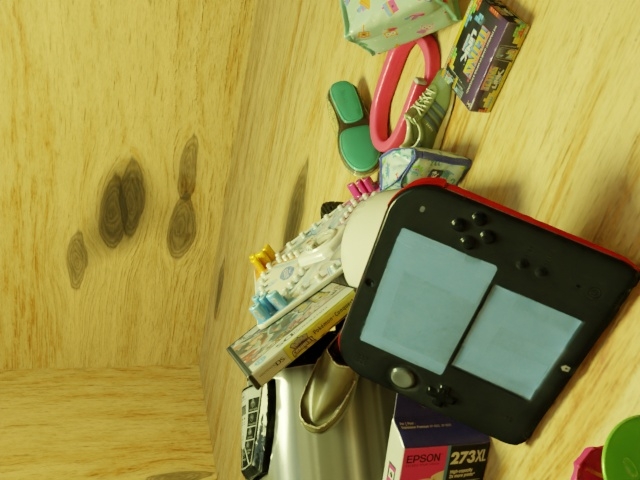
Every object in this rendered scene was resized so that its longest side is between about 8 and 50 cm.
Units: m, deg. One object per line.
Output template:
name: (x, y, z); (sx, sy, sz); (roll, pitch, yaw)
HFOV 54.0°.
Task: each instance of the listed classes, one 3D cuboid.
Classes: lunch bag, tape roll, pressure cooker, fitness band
lunch bag: (0.153, -0.547, 1.287); (0.223, 0.160, 0.262); (-14, 75, 34)
tape roll: (0.178, 0.024, 1.131); (0.169, 0.246, 0.246); (-177, 89, -71)
lunch bag: (0.204, -0.140, 1.244); (0.151, 0.129, 0.096); (151, 121, -65)
pressure cooker: (0.023, 0.362, 1.354); (0.375, 0.370, 0.420); (34, -133, -59)
fitness band: (0.184, -0.338, 1.436); (0.209, 0.054, 0.290); (-110, 30, -46)

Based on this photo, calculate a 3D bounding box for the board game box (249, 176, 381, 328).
board game box: (0.000, 0.000, 1.421); (0.050, 0.390, 0.390); (53, -176, -16)

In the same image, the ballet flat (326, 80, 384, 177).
ballet flat: (0.091, -0.268, 1.625); (0.123, 0.123, 0.348); (115, 150, -47)

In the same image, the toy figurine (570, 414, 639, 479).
toy figurine: (0.385, 0.310, 0.775); (0.173, 0.130, 0.159); (58, 163, 16)

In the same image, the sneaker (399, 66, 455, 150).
sneaker: (0.216, -0.261, 1.289); (0.064, 0.086, 0.192); (-127, 44, -60)

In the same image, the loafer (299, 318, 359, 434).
loafer: (0.027, 0.229, 1.133); (0.094, 0.087, 0.251); (23, 83, 26)

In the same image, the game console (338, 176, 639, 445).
game console: (0.220, 0.118, 0.942); (0.060, 0.342, 0.386); (-47, -21, -52)

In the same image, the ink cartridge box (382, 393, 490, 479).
ink cartridge box: (0.199, 0.440, 1.123); (0.069, 0.176, 0.370); (-149, 63, -67)

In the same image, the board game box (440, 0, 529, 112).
board game box: (0.293, -0.342, 1.142); (0.141, 0.048, 0.170); (-108, 28, -47)

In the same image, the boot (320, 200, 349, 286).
boot: (0.057, 0.061, 1.662); (0.338, 0.118, 0.222); (-107, 22, -51)

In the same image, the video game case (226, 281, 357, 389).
video game case: (-0.060, 0.168, 1.227); (0.035, 0.248, 0.275); (54, 168, -11)
